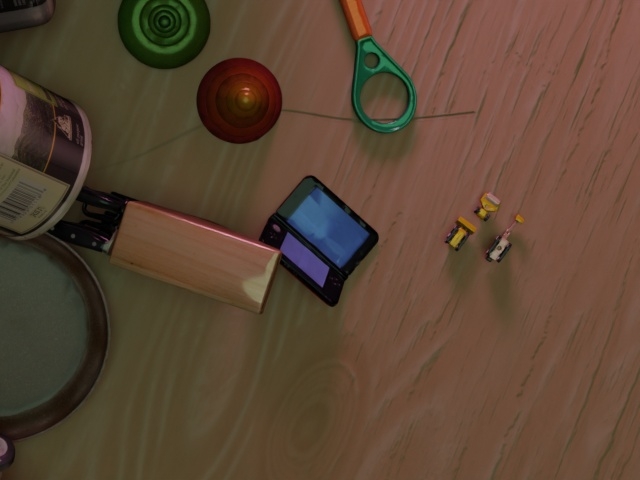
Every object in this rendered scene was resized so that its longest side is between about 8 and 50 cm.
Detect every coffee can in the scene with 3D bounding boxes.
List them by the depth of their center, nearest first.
[{"bbox_3d":[-0.448,-0.134,1.406,0.275,0.201,0.202,27,92,-50],"label":"coffee can"}]

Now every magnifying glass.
[{"bbox_3d":[0.069,-0.263,1.628,0.092,0.026,0.231,-21,101,-6],"label":"magnifying glass"}]

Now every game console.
[{"bbox_3d":[0.000,0.000,1.616,0.144,0.124,0.085,41,115,-10],"label":"game console"}]

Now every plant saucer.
[{"bbox_3d":[-0.444,0.123,1.576,0.310,0.050,0.311,-1,96,-8],"label":"plant saucer"}]

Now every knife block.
[{"bbox_3d":[-0.219,0.002,1.507,0.242,0.275,0.088,15,95,-40],"label":"knife block"}]

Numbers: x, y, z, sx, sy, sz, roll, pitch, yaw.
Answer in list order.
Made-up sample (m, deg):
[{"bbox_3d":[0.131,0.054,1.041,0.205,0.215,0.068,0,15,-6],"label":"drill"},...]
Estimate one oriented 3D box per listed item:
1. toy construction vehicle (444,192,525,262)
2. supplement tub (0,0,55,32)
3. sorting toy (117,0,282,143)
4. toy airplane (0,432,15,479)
[{"bbox_3d":[0.240,-0.014,1.678,0.086,0.035,0.098,35,88,0],"label":"toy construction vehicle"},{"bbox_3d":[-0.516,-0.344,1.434,0.338,0.207,0.207,-11,98,-7],"label":"supplement tub"},{"bbox_3d":[-0.189,-0.276,1.533,0.127,0.126,0.365,-44,101,-2],"label":"sorting toy"},{"bbox_3d":[-0.606,0.342,1.454,0.384,0.272,0.386,-22,119,18],"label":"toy airplane"}]
